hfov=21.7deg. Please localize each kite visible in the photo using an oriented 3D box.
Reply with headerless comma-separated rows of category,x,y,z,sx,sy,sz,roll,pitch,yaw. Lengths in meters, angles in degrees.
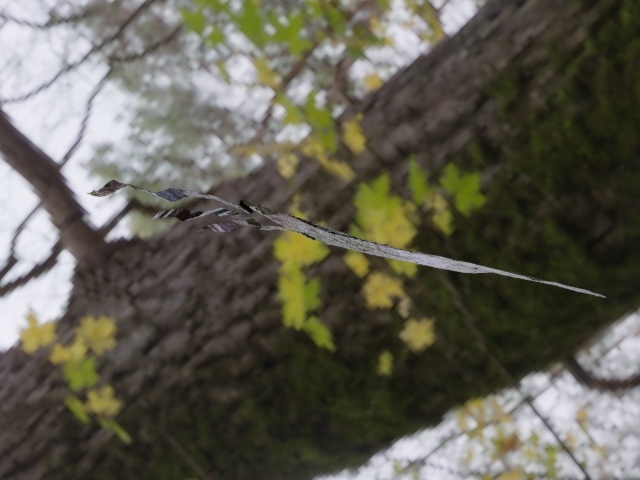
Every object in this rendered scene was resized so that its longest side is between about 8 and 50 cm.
kite,0.001,-0.004,1.064,0.360,0.022,0.204,10,177,42
